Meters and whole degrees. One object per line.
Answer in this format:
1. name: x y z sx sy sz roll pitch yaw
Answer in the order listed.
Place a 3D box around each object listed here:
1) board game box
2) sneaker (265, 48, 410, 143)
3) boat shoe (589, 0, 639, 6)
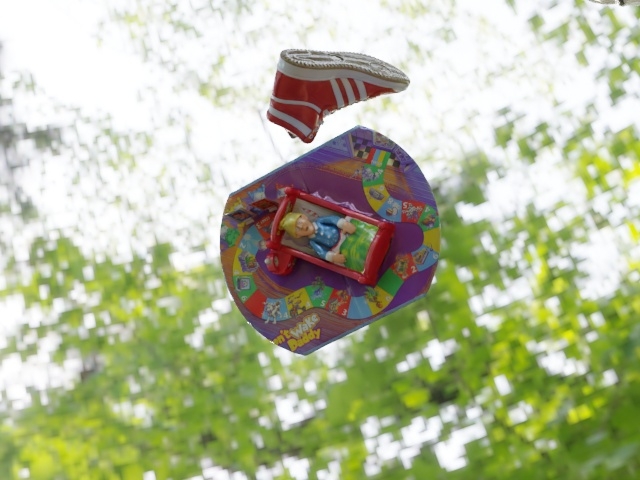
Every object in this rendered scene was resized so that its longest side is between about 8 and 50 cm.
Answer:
1. board game box: 0.000 0.000 1.174 0.169 0.133 0.033 -27 -14 18
2. sneaker: 0.011 -0.107 1.277 0.118 0.042 0.067 3 -61 -34
3. boat shoe: 0.158 -0.252 1.056 0.088 0.096 0.267 0 -32 21
